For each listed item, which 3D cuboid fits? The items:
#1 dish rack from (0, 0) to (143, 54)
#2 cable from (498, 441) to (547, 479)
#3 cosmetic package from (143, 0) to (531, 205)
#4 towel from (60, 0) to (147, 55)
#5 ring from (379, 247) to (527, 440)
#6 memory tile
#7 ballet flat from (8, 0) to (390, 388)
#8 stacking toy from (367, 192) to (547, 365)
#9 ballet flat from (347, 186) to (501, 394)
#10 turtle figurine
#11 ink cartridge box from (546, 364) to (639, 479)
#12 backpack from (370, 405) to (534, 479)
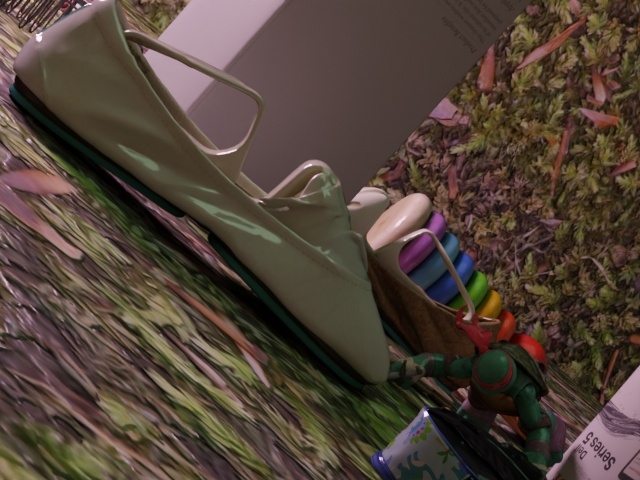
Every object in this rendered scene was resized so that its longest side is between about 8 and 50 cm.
[{"bbox_3d":[-0.309,-0.264,1.652,0.271,0.074,0.208,41,3,5],"label":"dish rack"},{"bbox_3d":[0.176,0.228,1.332,0.150,0.047,0.184,51,7,35],"label":"cable"},{"bbox_3d":[-0.001,-0.187,1.538,0.217,0.385,0.156,41,5,-36],"label":"cosmetic package"},{"bbox_3d":[-0.210,-0.190,1.984,0.237,0.037,0.329,42,6,-29],"label":"towel"},{"bbox_3d":[0.166,0.127,1.977,0.336,0.032,0.336,47,2,-2],"label":"ring"},{"bbox_3d":[0.071,0.116,1.621,0.148,0.012,0.113,37,7,-42],"label":"memory tile"},{"bbox_3d":[-0.064,-0.044,1.270,0.400,0.139,0.139,41,5,-10],"label":"ballet flat"},{"bbox_3d":[0.199,0.094,2.259,0.330,0.141,0.141,47,4,-8],"label":"stacking toy"},{"bbox_3d":[0.063,0.022,1.727,0.342,0.124,0.116,41,3,-7],"label":"ballet flat"},{"bbox_3d":[0.164,0.152,1.495,0.175,0.118,0.234,44,0,24],"label":"turtle figurine"},{"bbox_3d":[0.353,0.207,1.509,0.115,0.273,0.198,38,5,-16],"label":"ink cartridge box"},{"bbox_3d":[0.080,0.155,0.903,0.114,0.084,0.105,49,7,23],"label":"backpack"}]
